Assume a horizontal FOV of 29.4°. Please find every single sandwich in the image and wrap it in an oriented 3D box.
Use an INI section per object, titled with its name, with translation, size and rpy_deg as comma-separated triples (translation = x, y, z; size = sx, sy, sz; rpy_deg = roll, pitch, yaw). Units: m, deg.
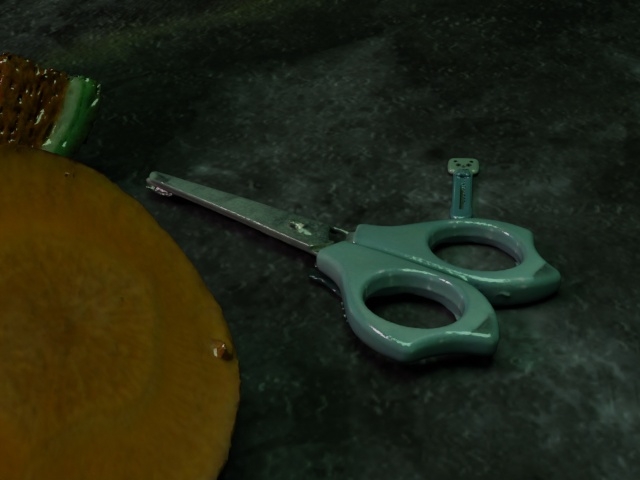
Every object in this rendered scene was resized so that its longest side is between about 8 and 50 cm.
[sandwich]
translation = -0.302, -0.075, 0.989
size = 0.235, 0.159, 0.079
rpy_deg = -56, 28, -17

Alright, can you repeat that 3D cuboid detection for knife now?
[knife]
translation = 0.118, -0.044, 1.017
size = 0.027, 0.010, 0.096
rpy_deg = 2, 36, 7

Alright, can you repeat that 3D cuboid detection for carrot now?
[carrot]
translation = -0.173, 0.071, 0.703
size = 0.258, 0.100, 0.307
rpy_deg = 27, 30, -23

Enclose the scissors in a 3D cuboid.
[scissors]
translation = 0.000, 0.001, 0.950
size = 0.360, 0.029, 0.191
rpy_deg = 18, 36, 30
